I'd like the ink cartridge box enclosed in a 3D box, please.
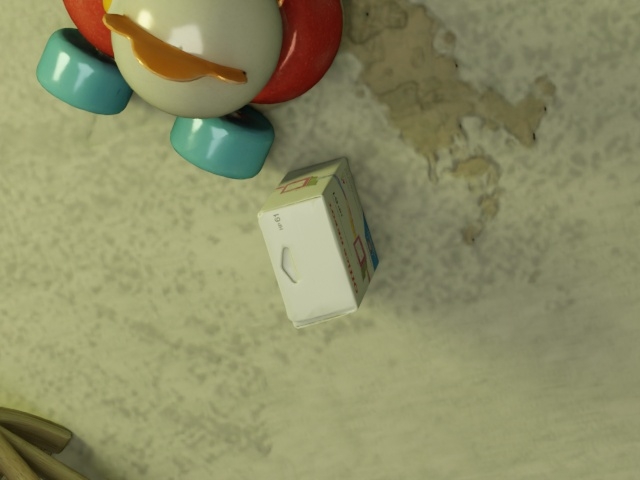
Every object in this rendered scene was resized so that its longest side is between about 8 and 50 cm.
[{"bbox_3d":[0.000,0.000,1.426,0.052,0.122,0.088,-15,103,14],"label":"ink cartridge box"}]

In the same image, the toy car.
[{"bbox_3d":[-0.097,-0.154,1.339,0.210,0.238,0.219,26,108,2],"label":"toy car"}]

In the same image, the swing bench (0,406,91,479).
[{"bbox_3d":[-0.249,0.290,1.533,0.255,0.165,0.253,39,109,3],"label":"swing bench"}]
